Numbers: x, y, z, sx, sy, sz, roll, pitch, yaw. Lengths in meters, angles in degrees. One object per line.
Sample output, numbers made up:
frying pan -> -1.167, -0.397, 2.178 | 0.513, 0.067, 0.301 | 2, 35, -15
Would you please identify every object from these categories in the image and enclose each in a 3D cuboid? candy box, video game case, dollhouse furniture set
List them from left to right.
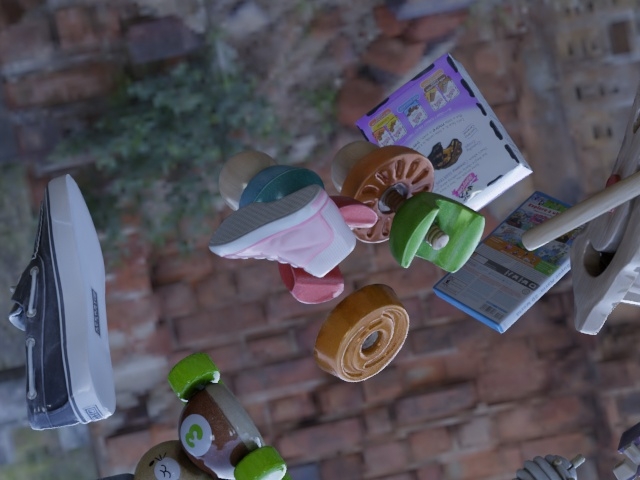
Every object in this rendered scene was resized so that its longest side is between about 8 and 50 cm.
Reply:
candy box -> 0.170, -0.130, 2.044 | 0.165, 0.196, 0.070 | -36, 161, 15
video game case -> 0.214, 0.020, 1.580 | 0.166, 0.015, 0.119 | -42, -145, -13
dollhouse furniture set -> 0.404, 0.242, 1.667 | 0.114, 0.081, 0.091 | -40, -175, 30

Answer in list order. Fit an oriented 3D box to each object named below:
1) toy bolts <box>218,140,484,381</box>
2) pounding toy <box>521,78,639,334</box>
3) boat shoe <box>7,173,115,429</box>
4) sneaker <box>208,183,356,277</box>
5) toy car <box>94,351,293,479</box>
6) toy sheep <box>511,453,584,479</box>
toy bolts -> 0.000, 0.000, 1.373 | 0.228, 0.218, 0.158 | 12, -157, -49
pounding toy -> 0.217, -0.041, 1.040 | 0.154, 0.154, 0.269 | 11, 151, -3
boat shoe -> -0.293, 0.066, 1.613 | 0.102, 0.301, 0.108 | -14, 153, 6
sneaker -> -0.027, 0.003, 1.155 | 0.134, 0.070, 0.051 | -17, -146, 45
toy car -> -0.147, 0.240, 1.526 | 0.188, 0.155, 0.149 | -35, 156, -9
toy sheep -> 0.307, 0.333, 2.004 | 0.132, 0.091, 0.091 | -29, -174, -7
